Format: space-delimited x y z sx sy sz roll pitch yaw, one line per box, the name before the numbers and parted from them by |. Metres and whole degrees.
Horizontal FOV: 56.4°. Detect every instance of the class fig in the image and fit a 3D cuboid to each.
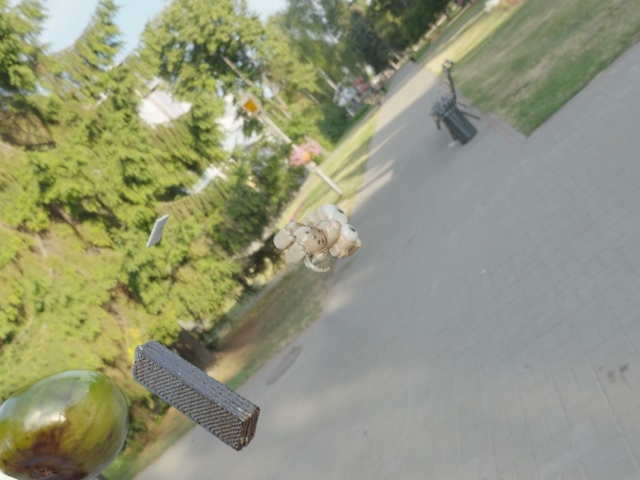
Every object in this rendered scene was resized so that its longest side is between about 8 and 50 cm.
fig | -0.280 0.206 0.655 0.135 0.121 0.153 -23 -20 8

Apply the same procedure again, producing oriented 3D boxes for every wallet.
wallet | -0.374 -0.022 1.366 0.083 0.011 0.044 -60 -7 30

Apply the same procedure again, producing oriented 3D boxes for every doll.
doll | -0.002 -0.001 1.454 0.119 0.154 0.278 -49 -8 28

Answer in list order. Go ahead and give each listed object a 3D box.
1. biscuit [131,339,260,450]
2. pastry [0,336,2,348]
biscuit | -0.329 0.391 1.539 0.073 0.388 0.107 -29 -41 -55
pastry | -0.552 0.186 0.937 0.063 0.087 0.169 -53 22 3
